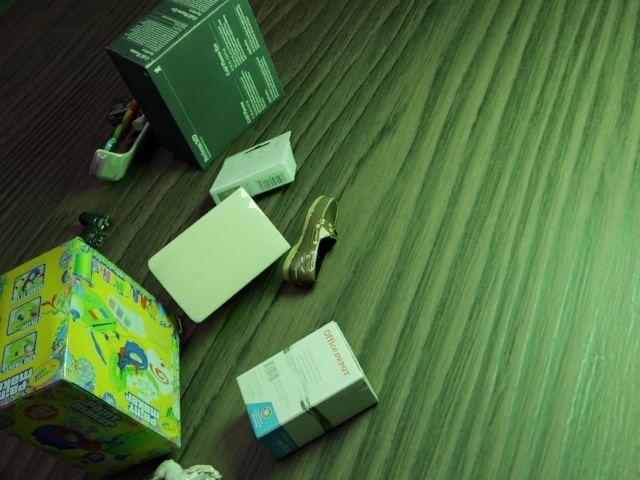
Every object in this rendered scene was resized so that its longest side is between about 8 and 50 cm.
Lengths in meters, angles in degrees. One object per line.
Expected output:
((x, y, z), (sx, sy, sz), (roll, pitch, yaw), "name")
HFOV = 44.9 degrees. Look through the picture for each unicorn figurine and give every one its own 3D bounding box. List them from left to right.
((-0.226, 0.390, 1.228), (0.162, 0.060, 0.111), (21, 61, 44), "unicorn figurine")

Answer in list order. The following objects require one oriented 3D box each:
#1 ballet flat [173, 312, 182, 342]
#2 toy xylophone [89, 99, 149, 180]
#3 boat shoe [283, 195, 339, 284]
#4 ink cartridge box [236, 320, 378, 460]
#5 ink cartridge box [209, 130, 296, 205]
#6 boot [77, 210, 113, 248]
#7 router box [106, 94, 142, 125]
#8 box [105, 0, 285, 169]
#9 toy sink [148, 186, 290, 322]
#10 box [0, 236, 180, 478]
((-0.292, 0.186, 1.514), (0.041, 0.041, 0.114), (-17, 41, 17), "ballet flat")
((-0.505, -0.309, 2.081), (0.236, 0.081, 0.323), (-54, 13, 41), "toy xylophone")
((0.000, 0.000, 1.507), (0.073, 0.073, 0.207), (3, 56, 32), "boat shoe")
((-0.024, 0.240, 1.247), (0.190, 0.082, 0.140), (-29, 39, -1), "ink cartridge box")
((-0.149, -0.167, 1.816), (0.189, 0.066, 0.232), (-21, 18, 12), "ink cartridge box")
((-0.578, -0.022, 1.921), (0.121, 0.045, 0.099), (3, 52, 34), "boot")
((-0.575, -0.400, 2.333), (0.122, 0.038, 0.092), (-10, 42, 24), "router box")
((-0.297, -0.415, 1.911), (0.179, 0.343, 0.312), (29, 65, 36), "box")
((-0.202, 0.032, 1.503), (0.234, 0.153, 0.131), (-41, 5, -14), "toy sink")
((-0.391, 0.204, 1.313), (0.177, 0.290, 0.279), (-24, 47, 15), "box")
